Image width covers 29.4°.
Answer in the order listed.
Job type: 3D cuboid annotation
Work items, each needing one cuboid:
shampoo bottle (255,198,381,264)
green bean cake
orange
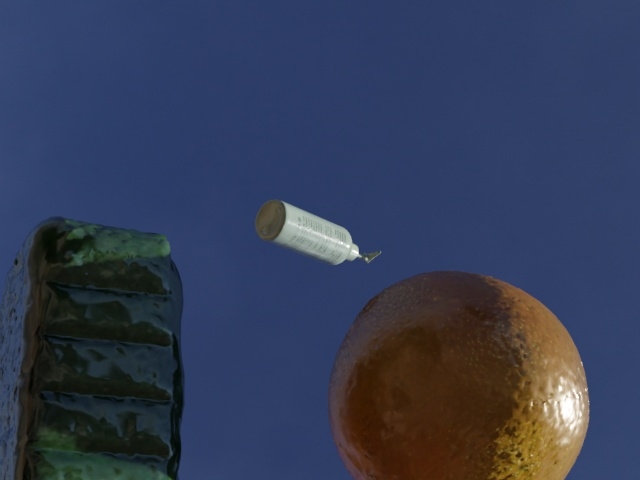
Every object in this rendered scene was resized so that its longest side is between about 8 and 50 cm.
[{"bbox_3d":[0.000,0.000,1.582,0.056,0.195,0.056,-17,-117,37],"label":"shampoo bottle"},{"bbox_3d":[-0.246,0.161,1.212,0.300,0.169,0.307,144,-49,-58],"label":"green bean cake"},{"bbox_3d":[0.138,0.162,1.251,0.274,0.274,0.274,7,-78,38],"label":"orange"}]
